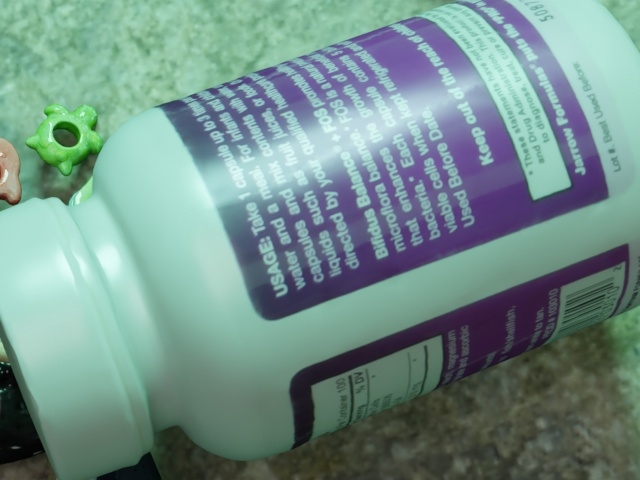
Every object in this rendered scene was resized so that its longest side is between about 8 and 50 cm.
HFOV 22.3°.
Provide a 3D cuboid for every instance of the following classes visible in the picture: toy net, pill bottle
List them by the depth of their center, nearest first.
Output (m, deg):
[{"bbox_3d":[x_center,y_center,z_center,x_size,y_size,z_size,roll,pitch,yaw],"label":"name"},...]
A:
[{"bbox_3d":[0.000,0.000,0.750,0.301,0.169,0.169,-20,83,-13],"label":"pill bottle"},{"bbox_3d":[-0.169,0.016,0.805,0.232,0.045,0.122,-38,86,-31],"label":"toy net"}]

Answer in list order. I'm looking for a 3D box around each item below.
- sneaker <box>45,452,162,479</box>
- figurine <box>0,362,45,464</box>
[{"bbox_3d":[-0.033,0.203,0.798,0.153,0.099,0.282,-14,91,8],"label":"sneaker"},{"bbox_3d":[-0.249,0.063,0.844,0.209,0.092,0.215,-33,83,-8],"label":"figurine"}]
